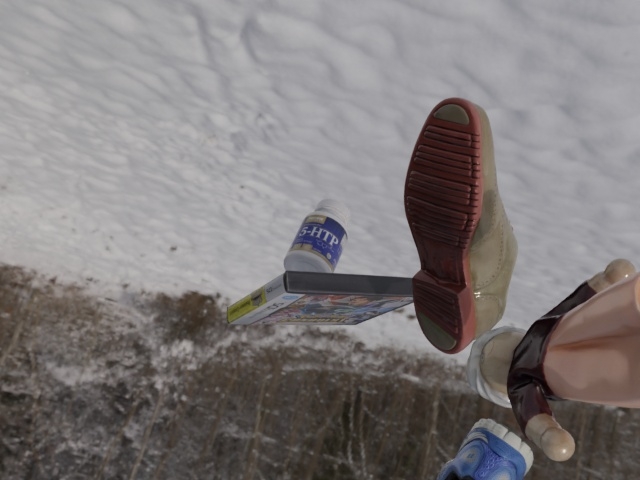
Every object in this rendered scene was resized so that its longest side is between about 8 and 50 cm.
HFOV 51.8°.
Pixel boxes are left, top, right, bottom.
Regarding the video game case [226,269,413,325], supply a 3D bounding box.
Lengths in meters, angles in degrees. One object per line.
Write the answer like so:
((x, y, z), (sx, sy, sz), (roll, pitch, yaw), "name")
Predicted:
((0.010, 0.107, 1.138), (0.274, 0.035, 0.248), (5, 159, -29), "video game case")

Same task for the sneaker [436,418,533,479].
((0.222, 0.422, 1.054), (0.129, 0.147, 0.330), (33, 140, 27), "sneaker")

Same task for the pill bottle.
((0.000, 0.000, 1.470), (0.111, 0.187, 0.112), (15, 142, 12), "pill bottle")

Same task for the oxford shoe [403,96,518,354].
((0.196, -0.024, 0.878), (0.130, 0.349, 0.123), (-19, -149, -30), "oxford shoe")

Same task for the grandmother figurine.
((0.238, 0.102, 0.621), (0.104, 0.208, 0.342), (43, 158, 2), "grandmother figurine")
